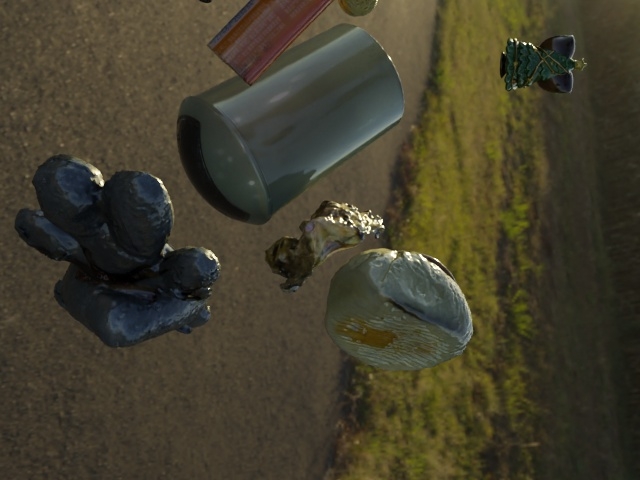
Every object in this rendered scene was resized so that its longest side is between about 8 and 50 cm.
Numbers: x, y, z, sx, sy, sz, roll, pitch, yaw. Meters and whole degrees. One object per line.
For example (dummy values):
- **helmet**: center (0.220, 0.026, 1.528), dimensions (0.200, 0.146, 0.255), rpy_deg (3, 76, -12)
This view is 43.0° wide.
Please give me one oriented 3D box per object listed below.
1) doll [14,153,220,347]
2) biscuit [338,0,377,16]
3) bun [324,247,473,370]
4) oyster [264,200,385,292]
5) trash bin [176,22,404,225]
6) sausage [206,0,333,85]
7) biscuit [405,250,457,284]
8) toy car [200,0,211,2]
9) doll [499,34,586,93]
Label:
- **doll**: center (-0.239, 0.035, 0.937), dimensions (0.340, 0.246, 0.158), rpy_deg (103, -1, -67)
- **biscuit**: center (0.062, -0.405, 1.314), dimensions (0.084, 0.023, 0.083), rpy_deg (-15, 114, -38)
- **bun**: center (0.129, 0.102, 1.292), dimensions (0.244, 0.244, 0.153), rpy_deg (50, 43, -46)
- **oyster**: center (-0.001, -0.001, 1.547), dimensions (0.114, 0.238, 0.351), rpy_deg (56, 1, 0)
- **trash bin**: center (-0.072, -0.226, 1.602), dimensions (0.432, 0.280, 0.280), rpy_deg (-35, 115, -22)
- **sausage**: center (-0.031, -0.374, 1.226), dimensions (0.093, 0.312, 0.093), rpy_deg (45, 1, -1)
- **biscuit**: center (0.205, 0.122, 1.754), dimensions (0.036, 0.212, 0.212), rpy_deg (-35, 110, -52)
- **toy car**: center (-0.227, -0.479, 1.367), dimensions (0.139, 0.112, 0.112), rpy_deg (-6, 54, -37)
- **doll**: center (0.298, -0.240, 1.108), dimensions (0.077, 0.113, 0.078), rpy_deg (-15, 108, -54)
